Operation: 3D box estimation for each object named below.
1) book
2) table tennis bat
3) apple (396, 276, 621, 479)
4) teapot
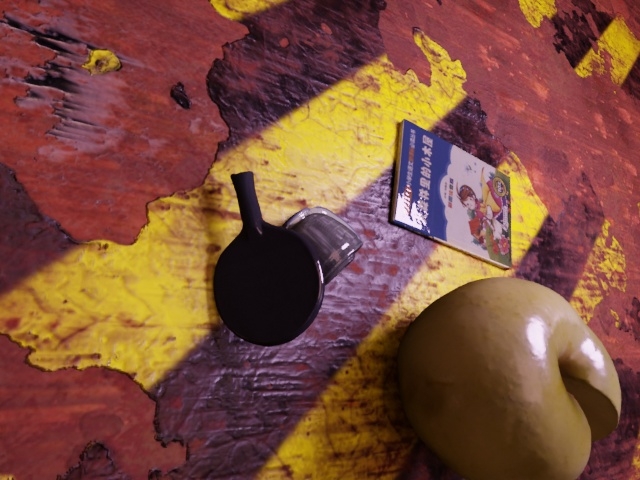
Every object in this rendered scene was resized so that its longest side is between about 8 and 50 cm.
[{"bbox_3d":[0.281,-0.088,0.822,0.323,0.018,0.228,19,67,-26],"label":"book"},{"bbox_3d":[-0.079,0.018,0.524,0.150,0.027,0.236,-18,75,11],"label":"table tennis bat"},{"bbox_3d":[0.254,0.199,0.582,0.292,0.254,0.291,11,69,-31],"label":"apple"},{"bbox_3d":[0.002,-0.003,0.579,0.149,0.111,0.108,-40,84,-28],"label":"teapot"}]
